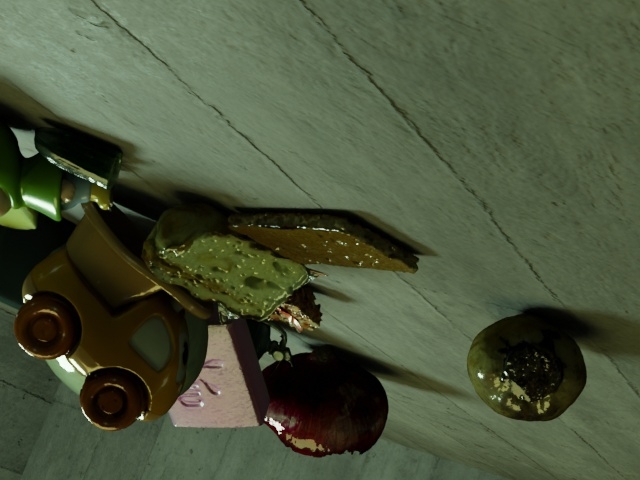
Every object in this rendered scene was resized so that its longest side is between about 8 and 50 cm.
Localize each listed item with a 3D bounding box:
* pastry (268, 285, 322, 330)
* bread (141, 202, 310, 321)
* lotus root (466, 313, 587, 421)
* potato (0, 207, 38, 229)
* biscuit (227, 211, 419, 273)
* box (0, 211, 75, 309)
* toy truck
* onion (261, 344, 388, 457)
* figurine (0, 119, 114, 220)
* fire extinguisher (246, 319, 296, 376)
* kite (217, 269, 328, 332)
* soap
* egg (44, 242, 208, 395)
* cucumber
[{"bbox_3d":[-0.073,0.080,1.761,0.169,0.063,0.087,16,161,6],"label":"pastry"},{"bbox_3d":[-0.118,0.022,1.515,0.128,0.088,0.232,-33,139,31],"label":"bread"},{"bbox_3d":[0.241,0.155,1.438,0.138,0.138,0.214,20,168,1],"label":"lotus root"},{"bbox_3d":[-0.460,-0.068,1.749,0.119,0.054,0.198,25,162,-3],"label":"potato"},{"bbox_3d":[0.000,0.000,1.380,0.131,0.025,0.231,28,165,-36],"label":"biscuit"},{"bbox_3d":[-0.452,0.039,1.930,0.050,0.160,0.230,18,169,39],"label":"box"},{"bbox_3d":[-0.276,0.100,1.606,0.288,0.211,0.204,46,-176,-7],"label":"toy truck"},{"bbox_3d":[0.003,0.282,2.276,0.272,0.195,0.272,11,-162,-4],"label":"onion"},{"bbox_3d":[-0.375,-0.079,1.400,0.263,0.143,0.162,6,-167,-14],"label":"figurine"},{"bbox_3d":[-0.171,0.164,2.181,0.294,0.118,0.093,20,-152,0],"label":"fire extinguisher"},{"bbox_3d":[-0.088,0.064,1.683,0.189,0.009,0.232,46,136,-14],"label":"kite"},{"bbox_3d":[-0.204,0.219,2.122,0.181,0.081,0.259,-1,127,15],"label":"soap"},{"bbox_3d":[-0.311,0.129,1.871,0.258,0.258,0.352,15,157,21],"label":"egg"},{"bbox_3d":[-0.276,-0.096,1.351,0.105,0.048,0.048,23,167,-8],"label":"cucumber"}]
